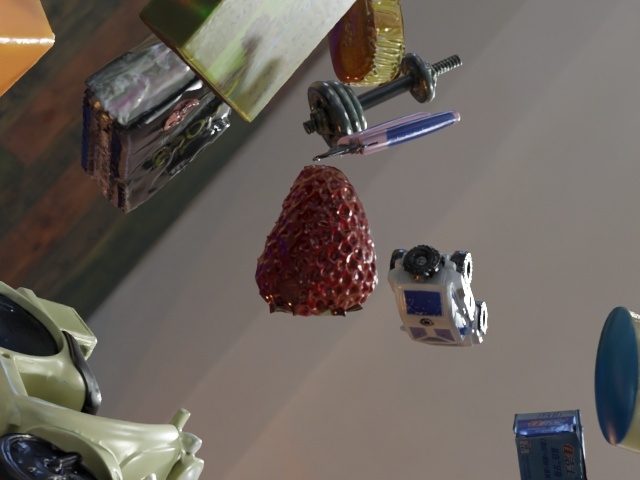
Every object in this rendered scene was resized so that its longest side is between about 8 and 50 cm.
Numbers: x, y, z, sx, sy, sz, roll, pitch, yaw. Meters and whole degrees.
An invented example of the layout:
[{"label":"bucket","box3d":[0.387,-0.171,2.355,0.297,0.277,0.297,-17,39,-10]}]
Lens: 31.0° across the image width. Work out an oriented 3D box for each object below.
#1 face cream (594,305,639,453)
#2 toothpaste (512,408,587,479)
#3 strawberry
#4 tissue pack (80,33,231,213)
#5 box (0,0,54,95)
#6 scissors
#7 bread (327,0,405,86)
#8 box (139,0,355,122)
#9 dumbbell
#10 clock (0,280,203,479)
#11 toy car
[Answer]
[{"label":"face cream","box3d":[0.403,0.174,1.209,0.067,0.285,0.139,-5,-113,62]},{"label":"toothpaste","box3d":[0.241,0.299,1.147,0.066,0.272,0.053,-6,-161,15]},{"label":"strawberry","box3d":[0.000,0.000,1.861,0.205,0.205,0.244,9,-81,37]},{"label":"tissue pack","box3d":[-0.207,-0.182,1.577,0.245,0.332,0.123,-39,-94,-19]},{"label":"box","box3d":[-0.326,-0.045,0.566,0.341,0.225,0.143,-38,-92,16]},{"label":"scissors","box3d":[0.041,-0.069,0.763,0.113,0.012,0.039,-21,-164,-35]},{"label":"bread","box3d":[0.082,-0.378,2.128,0.132,0.114,0.190,-22,-106,52]},{"label":"box","box3d":[-0.023,-0.129,0.594,0.030,0.193,0.121,40,-89,7]},{"label":"dumbbell","box3d":[0.090,-0.210,1.651,0.255,0.110,0.110,-26,-137,-14]},{"label":"clock","box3d":[-0.263,0.160,1.115,0.379,0.276,0.120,43,-76,39]},{"label":"toy car","box3d":[0.119,0.063,1.192,0.080,0.170,0.070,2,-121,19]}]
